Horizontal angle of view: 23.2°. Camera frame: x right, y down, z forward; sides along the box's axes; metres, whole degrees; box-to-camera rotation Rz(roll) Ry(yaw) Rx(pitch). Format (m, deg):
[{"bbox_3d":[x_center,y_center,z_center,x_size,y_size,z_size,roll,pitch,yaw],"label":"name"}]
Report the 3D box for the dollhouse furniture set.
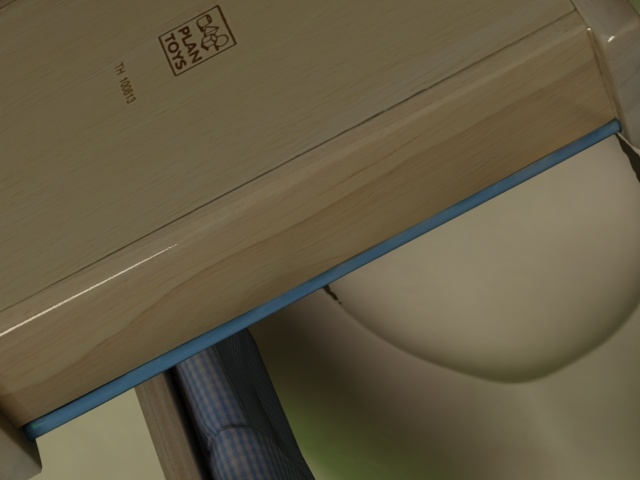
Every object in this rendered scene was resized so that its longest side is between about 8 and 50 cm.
[{"bbox_3d":[0.000,0.000,0.558,0.198,0.286,0.303,-27,140,2],"label":"dollhouse furniture set"}]
